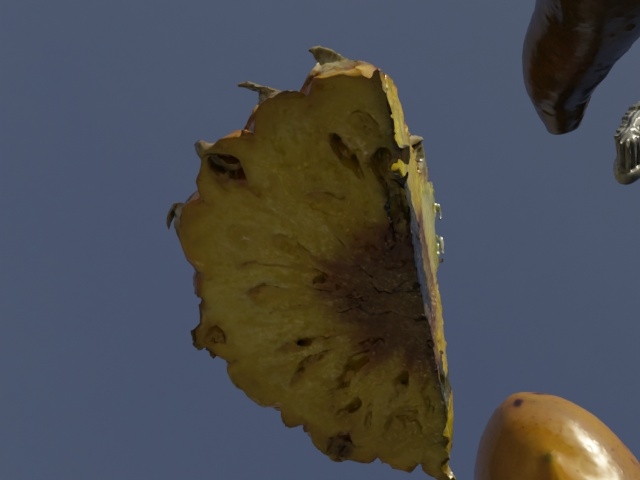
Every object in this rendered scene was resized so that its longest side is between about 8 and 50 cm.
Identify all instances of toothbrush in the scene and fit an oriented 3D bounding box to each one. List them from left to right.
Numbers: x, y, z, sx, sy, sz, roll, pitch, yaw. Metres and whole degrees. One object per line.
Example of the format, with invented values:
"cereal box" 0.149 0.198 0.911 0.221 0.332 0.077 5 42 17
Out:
"toothbrush" 0.229 -0.128 0.984 0.023 0.321 0.031 12 -52 23

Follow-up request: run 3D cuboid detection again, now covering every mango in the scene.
"mango" 0.183 0.244 1.124 0.160 0.191 0.290 -16 -101 4

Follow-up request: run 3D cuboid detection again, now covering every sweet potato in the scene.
"sweet potato" 0.131 -0.139 0.775 0.077 0.077 0.243 34 -22 18

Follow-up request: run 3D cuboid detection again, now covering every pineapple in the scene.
"pineapple" -0.001 -0.005 0.905 0.140 0.164 0.250 -7 -55 12
